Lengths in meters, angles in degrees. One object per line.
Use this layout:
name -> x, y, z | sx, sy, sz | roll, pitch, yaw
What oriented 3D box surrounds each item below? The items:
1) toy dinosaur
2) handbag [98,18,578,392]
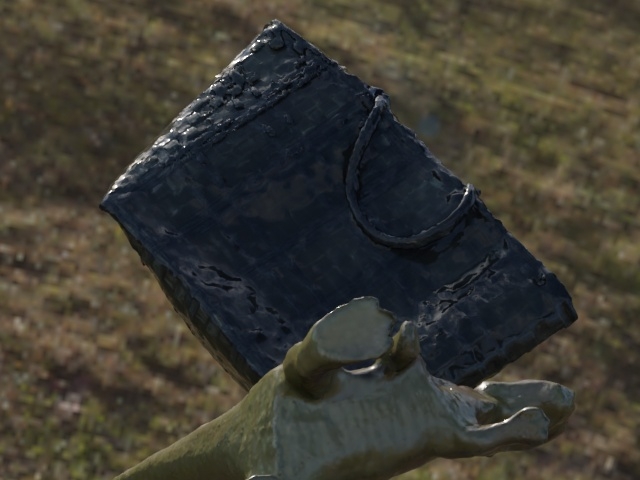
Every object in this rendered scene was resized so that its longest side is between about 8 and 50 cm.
toy dinosaur -> -0.015, 0.092, 0.719 | 0.251, 0.072, 0.200 | -22, -13, 3
handbag -> 0.000, 0.000, 0.951 | 0.270, 0.175, 0.088 | 46, -8, 26
